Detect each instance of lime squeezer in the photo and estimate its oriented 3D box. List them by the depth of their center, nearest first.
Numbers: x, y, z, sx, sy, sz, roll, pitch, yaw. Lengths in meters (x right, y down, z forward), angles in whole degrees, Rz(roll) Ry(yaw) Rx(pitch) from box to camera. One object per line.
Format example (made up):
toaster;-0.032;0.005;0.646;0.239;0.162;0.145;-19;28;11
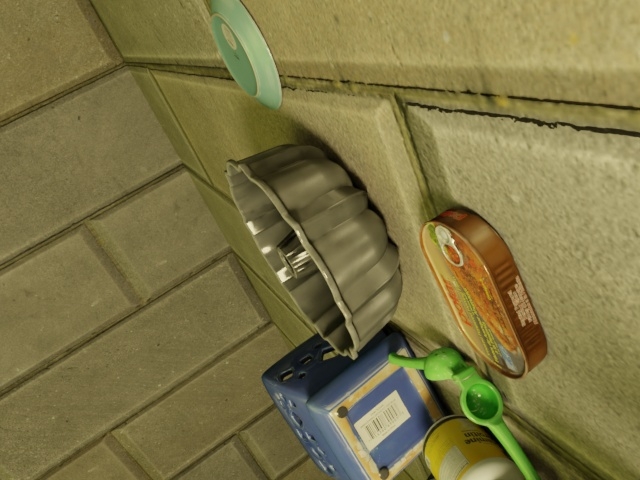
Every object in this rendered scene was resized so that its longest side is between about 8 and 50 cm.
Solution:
lime squeezer;0.184;0.212;0.706;0.310;0.059;0.109;38;127;47

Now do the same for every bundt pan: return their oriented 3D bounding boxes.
bundt pan;0.000;0.000;0.775;0.330;0.124;0.331;52;166;19

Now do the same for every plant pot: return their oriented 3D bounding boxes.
plant pot;0.071;0.286;0.949;0.235;0.236;0.212;61;160;-12

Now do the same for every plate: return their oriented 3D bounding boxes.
plate;-0.117;-0.272;0.780;0.188;0.024;0.188;53;166;19

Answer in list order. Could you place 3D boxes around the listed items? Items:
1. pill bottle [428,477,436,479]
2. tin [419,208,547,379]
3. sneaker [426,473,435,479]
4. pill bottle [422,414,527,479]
pill bottle;0.278;0.584;0.822;0.392;0.224;0.224;44;165;2
tin;0.162;0.054;0.536;0.189;0.040;0.106;62;161;-18
sneaker;0.255;0.528;0.987;0.226;0.163;0.086;32;150;56
pill bottle;0.220;0.329;0.741;0.103;0.103;0.184;61;175;-15
